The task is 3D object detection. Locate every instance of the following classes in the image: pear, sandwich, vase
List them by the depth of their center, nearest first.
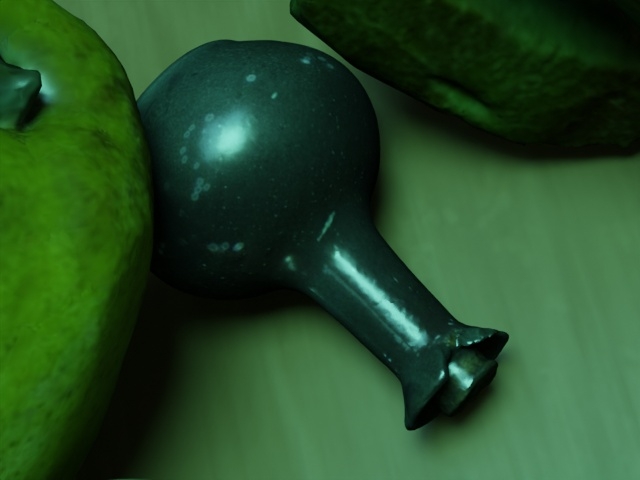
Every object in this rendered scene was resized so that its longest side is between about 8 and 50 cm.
[{"bbox_3d":[-0.201,0.033,0.581,0.307,0.253,0.253,-39,55,27],"label":"pear"},{"bbox_3d":[0.048,-0.148,0.622,0.162,0.250,0.301,-49,54,10],"label":"sandwich"},{"bbox_3d":[0.000,0.000,0.631,0.120,0.120,0.183,-43,73,-6],"label":"vase"}]

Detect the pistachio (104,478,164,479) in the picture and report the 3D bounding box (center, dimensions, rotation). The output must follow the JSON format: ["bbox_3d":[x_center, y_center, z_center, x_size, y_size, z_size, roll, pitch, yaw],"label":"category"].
[{"bbox_3d":[-0.104,0.227,0.510,0.193,0.214,0.318,41,89,-13],"label":"pistachio"}]
